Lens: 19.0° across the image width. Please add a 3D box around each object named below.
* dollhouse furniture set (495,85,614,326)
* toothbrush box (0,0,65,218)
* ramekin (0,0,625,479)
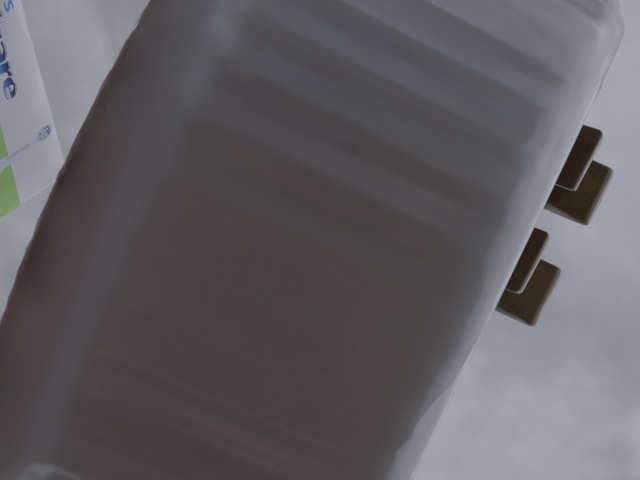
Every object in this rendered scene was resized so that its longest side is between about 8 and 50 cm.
[{"bbox_3d":[0.093,-0.113,1.098,0.135,0.262,0.259,23,-105,23],"label":"dollhouse furniture set"},{"bbox_3d":[-0.328,-0.083,1.333,0.122,0.283,0.206,5,-60,34],"label":"toothbrush box"},{"bbox_3d":[0.000,0.000,0.687,0.135,0.277,0.277,25,-62,5],"label":"ramekin"}]
